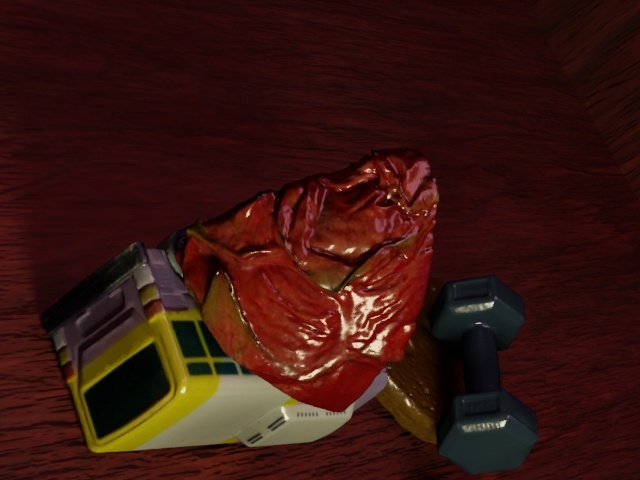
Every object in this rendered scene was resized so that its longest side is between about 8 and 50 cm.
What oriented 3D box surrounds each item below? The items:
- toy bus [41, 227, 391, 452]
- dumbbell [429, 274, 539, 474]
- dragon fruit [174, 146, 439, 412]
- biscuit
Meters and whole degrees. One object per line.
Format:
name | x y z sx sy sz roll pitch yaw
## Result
toy bus | -0.116 0.146 1.955 0.440 0.209 0.249 5 57 -51
dumbbell | 0.257 0.210 2.337 0.144 0.156 0.316 12 46 -11
dragon fruit | 0.000 0.000 1.811 0.302 0.330 0.240 31 20 -28
biscuit | 0.166 0.192 2.423 0.381 0.074 0.359 14 49 -45
